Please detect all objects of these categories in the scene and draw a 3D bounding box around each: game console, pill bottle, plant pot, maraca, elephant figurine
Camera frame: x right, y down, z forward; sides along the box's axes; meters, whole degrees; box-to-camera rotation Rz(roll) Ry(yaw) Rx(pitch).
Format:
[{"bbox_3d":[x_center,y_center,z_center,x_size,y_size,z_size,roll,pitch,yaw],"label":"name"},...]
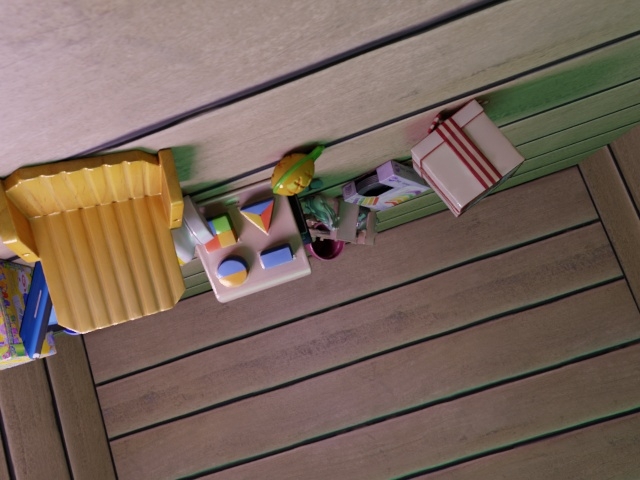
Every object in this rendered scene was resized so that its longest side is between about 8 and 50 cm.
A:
[{"bbox_3d":[-0.709,0.150,1.289,0.173,0.292,0.250,11,-173,-42],"label":"game console"},{"bbox_3d":[-0.476,0.016,1.283,0.334,0.187,0.188,-31,173,-6],"label":"pill bottle"},{"bbox_3d":[0.000,0.000,2.356,0.202,0.201,0.180,-15,-173,-24],"label":"plant pot"},{"bbox_3d":[-0.059,-0.192,1.252,0.186,0.099,0.127,-43,-179,-16],"label":"maraca"},{"bbox_3d":[0.191,-0.117,2.135,0.186,0.169,0.239,-47,171,-33],"label":"elephant figurine"}]

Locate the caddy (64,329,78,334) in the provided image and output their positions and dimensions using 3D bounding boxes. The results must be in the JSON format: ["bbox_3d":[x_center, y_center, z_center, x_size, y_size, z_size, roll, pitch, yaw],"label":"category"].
[{"bbox_3d":[-0.810,0.187,1.602,0.341,0.241,0.179,-23,175,27],"label":"caddy"}]

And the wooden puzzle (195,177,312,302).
[{"bbox_3d":[-0.223,0.013,1.435,0.322,0.347,0.080,-18,-160,0],"label":"wooden puzzle"}]

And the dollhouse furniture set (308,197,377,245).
[{"bbox_3d":[0.033,-0.086,2.072,0.303,0.173,0.356,9,177,-32],"label":"dollhouse furniture set"}]

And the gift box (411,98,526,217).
[{"bbox_3d":[0.435,-0.255,1.383,0.276,0.258,0.255,-39,168,2],"label":"gift box"}]

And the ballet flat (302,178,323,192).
[{"bbox_3d":[-0.045,-0.181,1.541,0.114,0.041,0.041,-12,169,-34],"label":"ballet flat"}]

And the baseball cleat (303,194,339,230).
[{"bbox_3d":[-0.001,-0.110,1.818,0.110,0.072,0.205,1,143,26],"label":"baseball cleat"}]

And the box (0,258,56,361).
[{"bbox_3d":[-0.953,0.225,1.358,0.177,0.289,0.279,-17,171,-9],"label":"box"}]

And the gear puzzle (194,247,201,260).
[{"bbox_3d":[-0.385,0.047,1.619,0.339,0.044,0.176,37,157,-33],"label":"gear puzzle"}]

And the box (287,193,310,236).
[{"bbox_3d":[-0.195,-0.042,1.639,0.297,0.182,0.294,-18,173,1],"label":"box"}]

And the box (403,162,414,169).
[{"bbox_3d":[0.309,-0.260,1.816,0.137,0.027,0.094,-24,169,34],"label":"box"}]

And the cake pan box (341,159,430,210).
[{"bbox_3d":[0.250,-0.204,1.773,0.246,0.070,0.267,-26,156,36],"label":"cake pan box"}]

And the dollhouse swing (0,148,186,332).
[{"bbox_3d":[-0.469,0.020,1.018,0.347,0.304,0.315,-14,171,-22],"label":"dollhouse swing"}]
